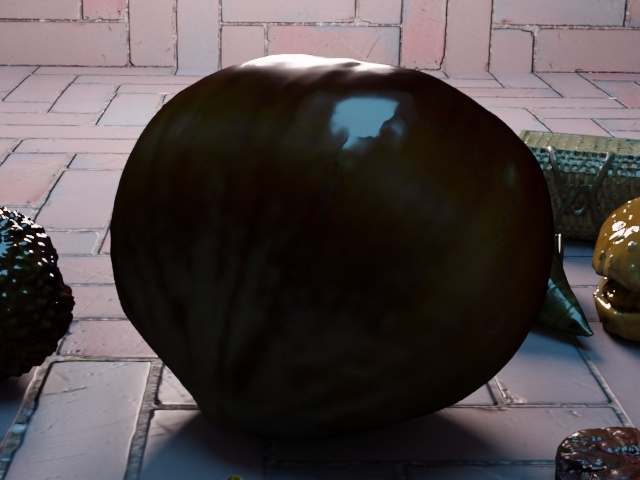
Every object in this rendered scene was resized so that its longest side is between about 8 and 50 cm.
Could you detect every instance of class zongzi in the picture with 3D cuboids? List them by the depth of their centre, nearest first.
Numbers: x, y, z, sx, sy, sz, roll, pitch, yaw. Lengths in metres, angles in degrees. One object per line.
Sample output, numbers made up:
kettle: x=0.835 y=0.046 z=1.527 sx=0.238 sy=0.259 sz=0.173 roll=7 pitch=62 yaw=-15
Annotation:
zongzi: x=0.273 y=0.049 z=1.364 sx=0.184 sy=0.084 sz=0.187 roll=30 pitch=27 yaw=31

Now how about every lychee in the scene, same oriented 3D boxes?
lychee: x=-0.334 y=0.055 z=1.140 sx=0.188 sy=0.188 sz=0.188 roll=1 pitch=18 yaw=0

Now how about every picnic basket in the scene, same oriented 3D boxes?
picnic basket: x=0.360 y=-0.071 z=1.634 sx=0.196 sy=0.134 sz=0.154 roll=7 pitch=20 yaw=14

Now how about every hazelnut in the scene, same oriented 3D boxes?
hazelnut: x=0.000 y=0.000 z=1.069 sx=0.409 sy=0.359 sz=0.359 roll=3 pitch=16 yaw=32

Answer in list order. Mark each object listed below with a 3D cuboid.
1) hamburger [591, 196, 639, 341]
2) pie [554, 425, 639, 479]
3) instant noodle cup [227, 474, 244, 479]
hamburger: x=0.447 y=0.022 z=1.307 sx=0.283 sy=0.144 sz=0.259 roll=3 pitch=18 yaw=17
pie: x=0.261 y=0.193 z=0.963 sx=0.154 sy=0.036 sz=0.154 roll=1 pitch=17 yaw=0
instant noodle cup: x=-0.001 y=0.217 z=0.711 sx=0.122 sy=0.151 sz=0.151 roll=3 pitch=17 yaw=-17
